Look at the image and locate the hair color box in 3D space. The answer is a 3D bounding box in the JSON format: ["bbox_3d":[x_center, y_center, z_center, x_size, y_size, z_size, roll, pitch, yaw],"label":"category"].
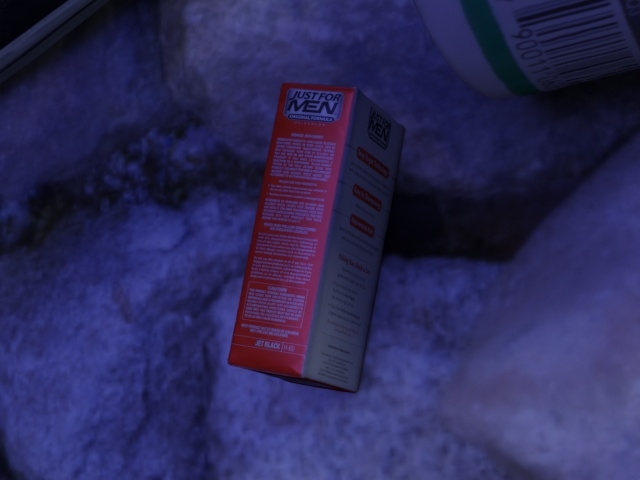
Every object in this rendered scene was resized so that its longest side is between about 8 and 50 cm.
[{"bbox_3d":[0.000,0.000,0.669,0.043,0.072,0.141,8,81,25],"label":"hair color box"}]

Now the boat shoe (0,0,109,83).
[{"bbox_3d":[-0.114,-0.251,0.707,0.500,0.156,0.187,-35,64,19],"label":"boat shoe"}]

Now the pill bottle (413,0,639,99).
[{"bbox_3d":[0.212,-0.194,0.547,0.361,0.204,0.204,-12,74,20],"label":"pill bottle"}]
